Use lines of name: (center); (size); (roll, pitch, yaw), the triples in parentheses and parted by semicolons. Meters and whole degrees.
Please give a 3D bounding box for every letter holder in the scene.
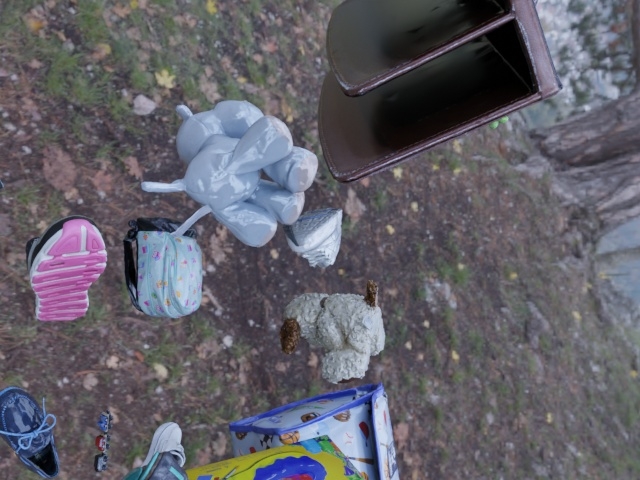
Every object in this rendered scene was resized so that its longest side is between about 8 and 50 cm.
letter holder: (0.063, -0.214, 0.610); (0.152, 0.214, 0.302); (58, 16, -30)

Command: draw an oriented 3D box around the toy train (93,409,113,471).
toy train: (-0.551, 0.507, 1.571); (0.036, 0.027, 0.158); (4, 94, -52)

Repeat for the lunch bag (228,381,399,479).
lunch bag: (0.031, 0.516, 1.389); (0.385, 0.238, 0.328); (-5, 85, -41)

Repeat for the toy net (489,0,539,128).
toy net: (0.237, -0.269, 0.825); (0.045, 0.122, 0.232); (-26, 145, -51)

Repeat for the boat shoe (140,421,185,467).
boat shoe: (-0.377, 0.543, 1.540); (0.258, 0.084, 0.095); (-82, 158, -66)

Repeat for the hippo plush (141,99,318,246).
hippo plush: (-0.171, -0.133, 1.165); (0.237, 0.294, 0.234); (54, -12, 48)

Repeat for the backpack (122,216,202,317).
backpack: (-0.286, 0.053, 1.162); (0.152, 0.115, 0.182); (17, 71, -65)

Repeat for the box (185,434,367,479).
box: (-0.055, 0.476, 0.953); (0.289, 0.279, 0.177); (-5, 110, -29)

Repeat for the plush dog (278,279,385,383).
plush dog: (0.020, 0.185, 1.438); (0.262, 0.225, 0.211); (-35, 128, -65)

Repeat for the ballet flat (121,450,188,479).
ballet flat: (-0.236, 0.349, 0.869); (0.074, 0.203, 0.074); (18, 52, -24)

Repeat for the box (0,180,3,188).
box: (-0.725, -0.084, 1.153); (0.244, 0.060, 0.101); (-41, 158, -33)

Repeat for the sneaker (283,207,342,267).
sneaker: (0.000, 0.000, 1.341); (0.297, 0.110, 0.130); (-26, 110, -74)

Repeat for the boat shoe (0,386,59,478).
boat shoe: (-0.579, 0.391, 1.265); (0.109, 0.089, 0.258); (-46, 149, -32)

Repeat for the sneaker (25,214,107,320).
sneaker: (-0.244, 0.014, 0.584); (0.063, 0.170, 0.075); (-8, 65, -30)
